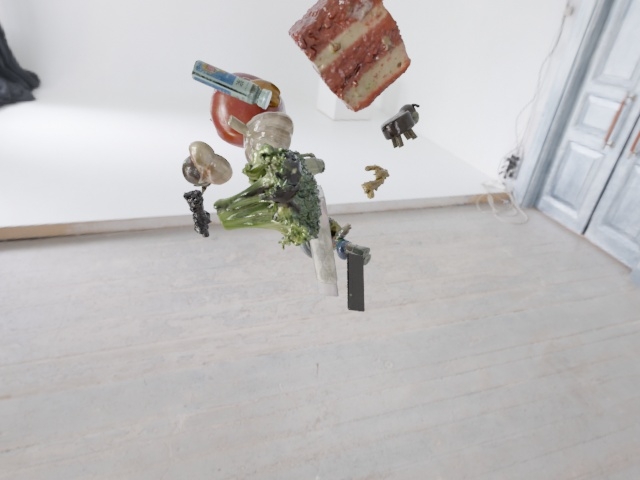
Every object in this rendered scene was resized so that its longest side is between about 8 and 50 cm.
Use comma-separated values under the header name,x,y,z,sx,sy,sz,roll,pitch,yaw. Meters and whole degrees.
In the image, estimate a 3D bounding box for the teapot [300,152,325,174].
name,x,y,z,sx,sy,sz,roll,pitch,yaw
teapot,-0.077,-0.329,1.795,0.200,0.077,0.107,-15,75,-43

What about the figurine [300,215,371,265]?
name,x,y,z,sx,sy,sz,roll,pitch,yaw
figurine,0.041,-0.003,1.827,0.381,0.225,0.205,18,57,45

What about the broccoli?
name,x,y,z,sx,sy,sz,roll,pitch,yaw
broccoli,-0.125,-0.103,0.953,0.243,0.263,0.247,-18,-3,1

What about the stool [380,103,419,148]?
name,x,y,z,sx,sy,sz,roll,pitch,yaw
stool,0.321,-0.446,1.601,0.217,0.121,0.125,-43,17,-29

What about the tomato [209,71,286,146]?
name,x,y,z,sx,sy,sz,roll,pitch,yaw
tomato,-0.288,-0.507,1.660,0.289,0.293,0.325,2,-4,10

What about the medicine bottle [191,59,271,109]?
name,x,y,z,sx,sy,sz,roll,pitch,yaw
medicine bottle,-0.216,-0.379,1.006,0.191,0.051,0.051,22,31,-5

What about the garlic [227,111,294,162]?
name,x,y,z,sx,sy,sz,roll,pitch,yaw
garlic,-0.206,-0.339,1.345,0.212,0.219,0.219,20,25,-25

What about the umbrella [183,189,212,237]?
name,x,y,z,sx,sy,sz,roll,pitch,yaw
umbrella,-0.640,-0.140,2.190,0.110,0.273,0.122,-14,31,-5

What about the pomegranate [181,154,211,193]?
name,x,y,z,sx,sy,sz,roll,pitch,yaw
pomegranate,-0.490,-0.281,1.678,0.148,0.169,0.149,8,66,-18

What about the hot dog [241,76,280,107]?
name,x,y,z,sx,sy,sz,roll,pitch,yaw
hot dog,-0.189,-0.466,1.292,0.140,0.090,0.060,11,66,13

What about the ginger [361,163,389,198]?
name,x,y,z,sx,sy,sz,roll,pitch,yaw
ginger,0.283,-0.315,2.126,0.176,0.053,0.193,-17,70,-9

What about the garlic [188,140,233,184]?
name,x,y,z,sx,sy,sz,roll,pitch,yaw
garlic,-0.392,-0.271,1.445,0.124,0.174,0.099,-19,40,35

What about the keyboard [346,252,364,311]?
name,x,y,z,sx,sy,sz,roll,pitch,yaw
keyboard,0.133,0.160,1.579,0.072,0.023,0.231,11,62,-19

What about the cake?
name,x,y,z,sx,sy,sz,roll,pitch,yaw
cake,0.099,-0.605,1.286,0.269,0.319,0.270,-38,28,13

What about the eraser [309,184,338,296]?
name,x,y,z,sx,sy,sz,roll,pitch,yaw
eraser,-0.001,0.000,1.573,0.082,0.397,0.213,-9,22,-1
